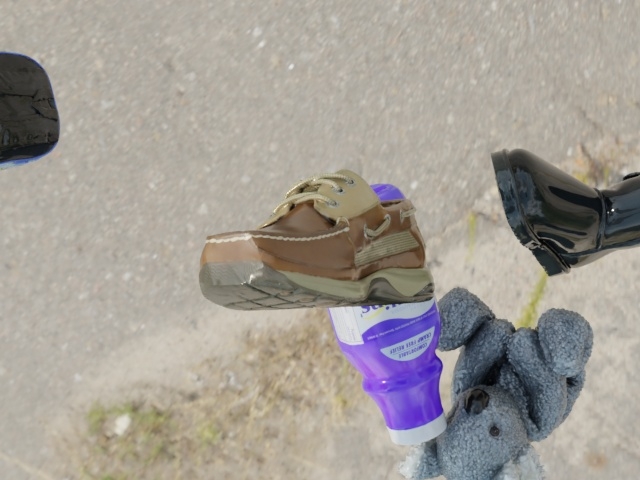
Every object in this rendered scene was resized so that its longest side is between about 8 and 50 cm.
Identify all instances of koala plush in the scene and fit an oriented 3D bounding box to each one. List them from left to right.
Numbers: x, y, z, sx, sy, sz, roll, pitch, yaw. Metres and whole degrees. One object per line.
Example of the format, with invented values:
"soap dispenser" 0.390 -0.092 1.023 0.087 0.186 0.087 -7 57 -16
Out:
"koala plush" 0.205 0.207 1.313 0.196 0.221 0.203 9 139 25

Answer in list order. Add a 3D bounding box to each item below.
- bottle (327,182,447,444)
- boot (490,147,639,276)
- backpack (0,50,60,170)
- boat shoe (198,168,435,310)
"bottle" 0.071 0.084 1.236 0.118 0.092 0.282 -20 101 -20
"boot" 0.302 -0.052 1.153 0.207 0.094 0.246 -20 150 19
"backpack" -0.281 -0.106 0.926 0.084 0.114 0.105 -7 93 49
"boat shoe" 0.000 0.000 0.989 0.123 0.324 0.119 -4 86 26
